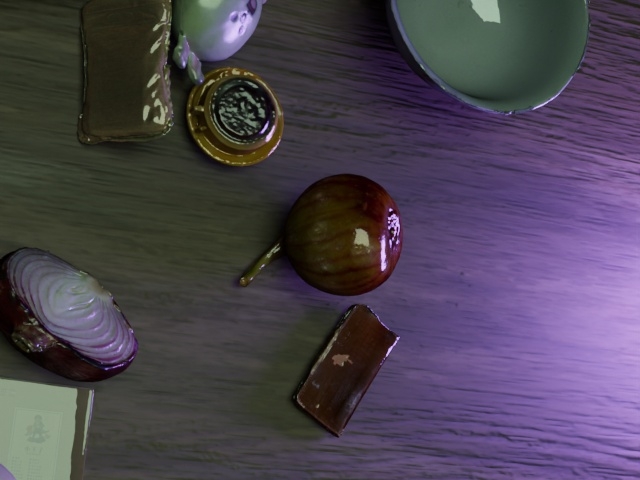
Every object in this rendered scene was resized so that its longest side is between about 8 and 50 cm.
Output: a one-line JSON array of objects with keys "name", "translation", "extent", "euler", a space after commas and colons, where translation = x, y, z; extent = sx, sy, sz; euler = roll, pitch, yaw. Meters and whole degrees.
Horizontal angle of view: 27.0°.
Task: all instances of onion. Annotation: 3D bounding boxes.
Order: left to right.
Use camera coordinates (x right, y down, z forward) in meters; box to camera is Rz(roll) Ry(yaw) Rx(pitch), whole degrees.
[{"name": "onion", "translation": [-0.338, 0.110, 1.658], "extent": [0.206, 0.098, 0.151], "euler": [47, 40, -4]}]

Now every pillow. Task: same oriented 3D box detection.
[{"name": "pillow", "translation": [-0.257, -0.231, 1.762], "extent": [0.135, 0.034, 0.211], "euler": [-2, 79, 17]}]

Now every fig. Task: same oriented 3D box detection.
[{"name": "fig", "translation": [0.006, -0.004, 1.833], "extent": [0.175, 0.207, 0.175], "euler": [-7, 90, -65]}]

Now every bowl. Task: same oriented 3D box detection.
[{"name": "bowl", "translation": [0.214, -0.337, 1.970], "extent": [0.346, 0.157, 0.345], "euler": [5, 79, -26]}]

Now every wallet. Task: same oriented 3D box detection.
[{"name": "wallet", "translation": [0.036, 0.179, 1.870], "extent": [0.095, 0.026, 0.176], "euler": [41, 67, -20]}]

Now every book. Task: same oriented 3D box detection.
[{"name": "book", "translation": [-0.363, 0.275, 1.667], "extent": [0.138, 0.016, 0.198], "euler": [11, 77, -23]}]

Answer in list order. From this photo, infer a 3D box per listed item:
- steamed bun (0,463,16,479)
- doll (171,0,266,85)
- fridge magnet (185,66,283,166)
[{"name": "steamed bun", "translation": [-0.442, 0.317, 1.531], "extent": [0.228, 0.131, 0.177], "euler": [29, 69, -27]}, {"name": "doll", "translation": [-0.127, -0.340, 1.831], "extent": [0.275, 0.113, 0.155], "euler": [-53, 147, -14]}, {"name": "fridge magnet", "translation": [-0.116, -0.172, 1.837], "extent": [0.143, 0.063, 0.143], "euler": [5, 77, -22]}]
